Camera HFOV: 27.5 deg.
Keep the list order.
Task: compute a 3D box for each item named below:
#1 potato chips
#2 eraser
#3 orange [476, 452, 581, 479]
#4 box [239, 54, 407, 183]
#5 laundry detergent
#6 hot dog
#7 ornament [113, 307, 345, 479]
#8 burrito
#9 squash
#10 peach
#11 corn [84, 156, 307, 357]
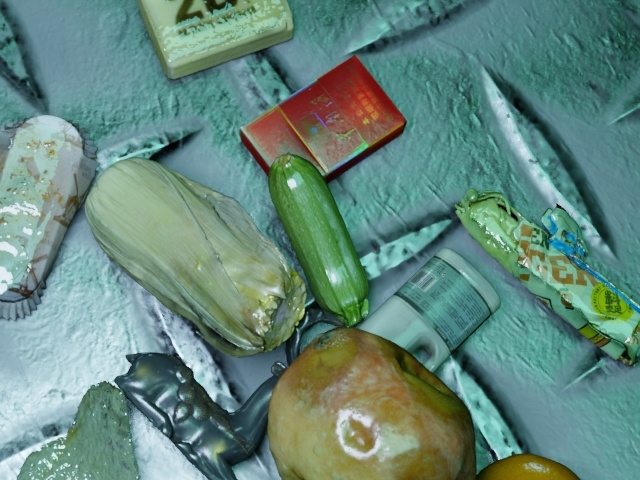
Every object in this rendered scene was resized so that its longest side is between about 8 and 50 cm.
[{"bbox_3d":[-0.257,0.274,1.441,0.167,0.059,0.228,33,85,16],"label":"potato chips"},{"bbox_3d":[-0.129,-0.283,1.619,0.172,0.058,0.117,-20,77,-11],"label":"eraser"},{"bbox_3d":[0.228,0.314,1.439,0.156,0.124,0.156,-1,56,2],"label":"orange"},{"bbox_3d":[0.003,-0.135,1.591,0.175,0.048,0.112,-35,80,-13],"label":"box"},{"bbox_3d":[0.101,0.114,1.515,0.225,0.070,0.099,-43,88,-15],"label":"laundry detergent"},{"bbox_3d":[-0.346,-0.032,1.525,0.131,0.069,0.253,18,76,-9],"label":"hot dog"},{"bbox_3d":[-0.090,0.143,1.489,0.202,0.080,0.236,44,77,5],"label":"ornament"},{"bbox_3d":[0.289,0.028,1.564,0.288,0.054,0.104,40,74,7],"label":"burrito"},{"bbox_3d":[0.000,0.000,1.518,0.068,0.077,0.219,-24,98,-6],"label":"squash"},{"bbox_3d":[0.050,0.203,1.372,0.214,0.214,0.235,-37,105,-14],"label":"peach"},{"bbox_3d":[-0.141,0.016,1.463,0.305,0.122,0.123,34,57,29],"label":"corn"}]
